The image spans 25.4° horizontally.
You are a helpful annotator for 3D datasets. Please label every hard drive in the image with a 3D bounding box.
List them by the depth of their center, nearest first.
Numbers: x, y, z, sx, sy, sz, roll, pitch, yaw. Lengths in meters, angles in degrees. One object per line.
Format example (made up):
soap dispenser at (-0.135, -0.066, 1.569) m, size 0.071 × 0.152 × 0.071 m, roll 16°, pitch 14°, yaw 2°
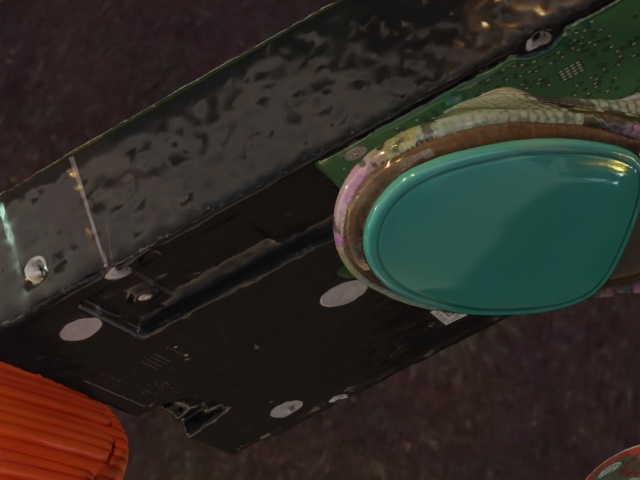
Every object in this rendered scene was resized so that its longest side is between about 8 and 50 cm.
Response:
hard drive at (0.045, -0.024, 0.610) m, size 0.339 × 0.237 × 0.064 m, roll -28°, pitch 63°, yaw 14°

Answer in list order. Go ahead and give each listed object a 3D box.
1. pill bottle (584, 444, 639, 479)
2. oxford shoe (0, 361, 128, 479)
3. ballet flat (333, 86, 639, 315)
pill bottle at (0.278, 0.309, 1.141) m, size 0.210 × 0.363 × 0.210 m, roll 3°, pitch 100°, yaw 17°
oxford shoe at (-0.159, 0.148, 0.619) m, size 0.130 × 0.364 × 0.133 m, roll 20°, pitch 106°, yaw -20°
ballet flat at (0.095, -0.020, 0.472) m, size 0.221 × 0.079 × 0.077 m, roll -2°, pitch 128°, yaw -24°
